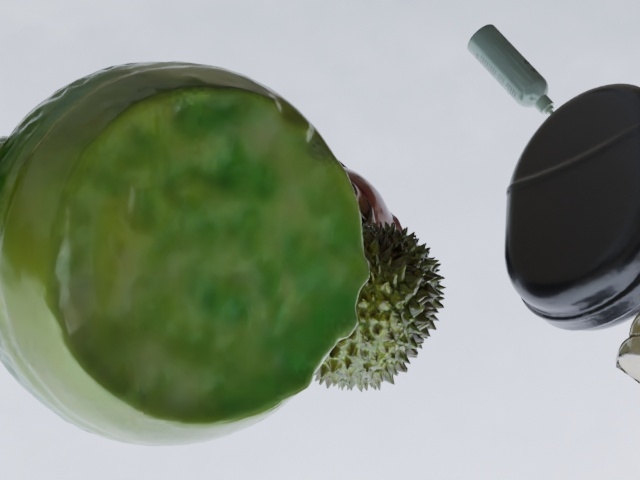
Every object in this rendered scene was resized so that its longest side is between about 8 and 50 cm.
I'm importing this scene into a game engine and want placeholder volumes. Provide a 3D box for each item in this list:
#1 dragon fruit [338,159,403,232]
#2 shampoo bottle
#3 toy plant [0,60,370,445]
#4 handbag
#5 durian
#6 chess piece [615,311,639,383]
[{"bbox_3d":[-0.002,-0.002,1.547,0.250,0.250,0.315,24,175,40],"label":"dragon fruit"},{"bbox_3d":[0.299,-0.240,1.576,0.056,0.056,0.195,-23,-116,-33],"label":"shampoo bottle"},{"bbox_3d":[-0.134,-0.001,0.594,0.224,0.185,0.315,-20,-165,-29],"label":"toy plant"},{"bbox_3d":[0.320,-0.045,1.215,0.093,0.253,0.308,28,-128,-26],"label":"handbag"},{"bbox_3d":[0.045,0.072,1.194,0.176,0.200,0.237,19,-177,19],"label":"durian"},{"bbox_3d":[0.401,-0.041,0.981,0.117,0.117,0.397,17,-107,33],"label":"chess piece"}]
